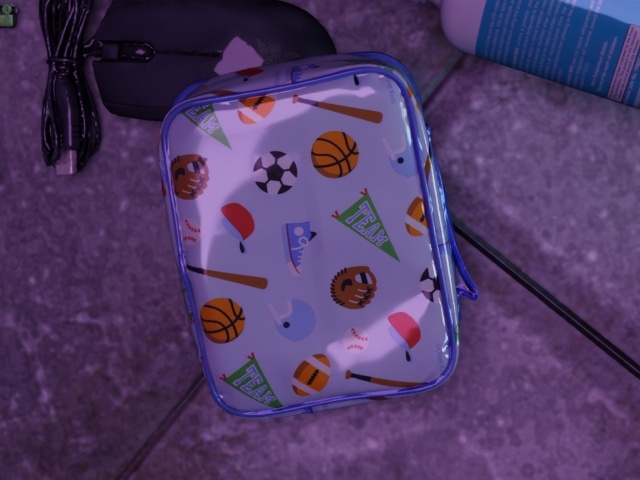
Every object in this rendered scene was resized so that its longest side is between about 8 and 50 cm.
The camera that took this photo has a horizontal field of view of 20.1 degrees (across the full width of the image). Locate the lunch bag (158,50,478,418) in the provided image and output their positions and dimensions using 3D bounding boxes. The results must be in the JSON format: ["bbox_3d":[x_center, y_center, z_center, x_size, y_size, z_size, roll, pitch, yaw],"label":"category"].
[{"bbox_3d":[0.000,0.000,1.520,0.243,0.115,0.303,-11,103,1],"label":"lunch bag"}]

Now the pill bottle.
[{"bbox_3d":[0.199,-0.206,1.500,0.264,0.146,0.146,19,92,7],"label":"pill bottle"}]

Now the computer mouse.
[{"bbox_3d":[-0.122,-0.152,1.583,0.272,0.072,0.188,0,88,8],"label":"computer mouse"}]

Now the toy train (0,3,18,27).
[{"bbox_3d":[-0.315,-0.204,1.639,0.083,0.017,0.023,2,100,8],"label":"toy train"}]
